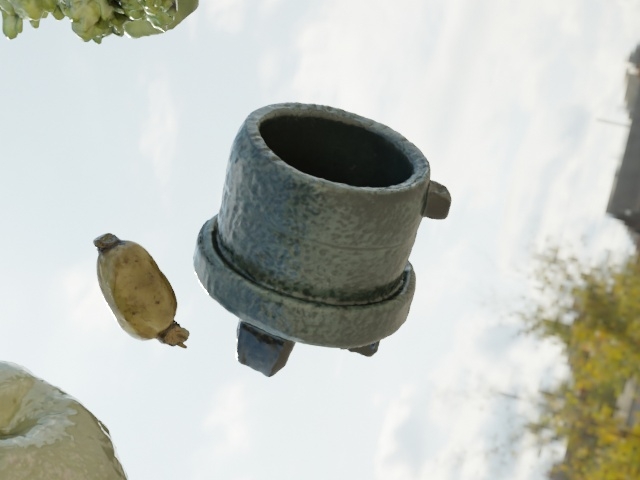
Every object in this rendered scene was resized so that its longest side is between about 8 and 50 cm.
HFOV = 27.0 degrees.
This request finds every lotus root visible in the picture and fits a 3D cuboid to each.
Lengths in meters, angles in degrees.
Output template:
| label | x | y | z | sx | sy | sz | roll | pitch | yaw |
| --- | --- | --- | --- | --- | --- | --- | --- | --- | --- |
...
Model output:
| label | x | y | z | sx | sy | sz | roll | pitch | yaw |
| --- | --- | --- | --- | --- | --- | --- | --- | --- | --- |
| lotus root | -0.187 | 0.057 | 1.389 | 0.152 | 0.063 | 0.072 | 55 | -134 | -17 |

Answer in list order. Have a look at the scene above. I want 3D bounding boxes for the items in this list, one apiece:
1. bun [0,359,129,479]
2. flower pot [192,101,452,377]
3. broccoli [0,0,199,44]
| label | x | y | z | sx | sy | sz | roll | pitch | yaw |
| --- | --- | --- | --- | --- | --- | --- | --- | --- | --- |
| bun | -0.328 | 0.285 | 1.175 | 0.211 | 0.359 | 0.360 | -5 | -71 | -57 |
| flower pot | 0.000 | 0.000 | 1.647 | 0.299 | 0.299 | 0.283 | -43 | -29 | -60 |
| broccoli | -0.157 | -0.245 | 0.943 | 0.247 | 0.263 | 0.243 | -56 | -36 | -19 |
